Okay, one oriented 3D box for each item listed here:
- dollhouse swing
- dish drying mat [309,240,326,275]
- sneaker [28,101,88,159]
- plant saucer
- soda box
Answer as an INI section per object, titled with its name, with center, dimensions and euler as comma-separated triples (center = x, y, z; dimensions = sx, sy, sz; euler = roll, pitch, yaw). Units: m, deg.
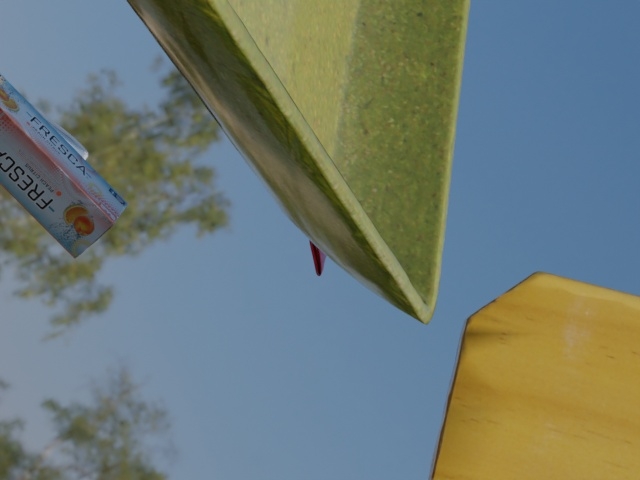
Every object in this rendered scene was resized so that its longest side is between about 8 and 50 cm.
[dollhouse swing]
center = 0.241, 0.209, 1.019
dimensions = 0.315, 0.304, 0.347
euler = 39, 63, -73
[dish drying mat]
center = 0.000, 0.000, 1.125
dimensions = 0.083, 0.008, 0.032
euler = -78, 157, -73
[sneaker]
center = -0.371, -0.135, 1.572
dimensions = 0.258, 0.091, 0.094
euler = 40, 1, -25
[plant saucer]
center = -0.004, -0.097, 0.426
dimensions = 0.188, 0.045, 0.188
euler = 54, 39, -54
[soda box]
center = -0.272, -0.073, 1.389
dimensions = 0.183, 0.058, 0.063
euler = 47, 18, -10
